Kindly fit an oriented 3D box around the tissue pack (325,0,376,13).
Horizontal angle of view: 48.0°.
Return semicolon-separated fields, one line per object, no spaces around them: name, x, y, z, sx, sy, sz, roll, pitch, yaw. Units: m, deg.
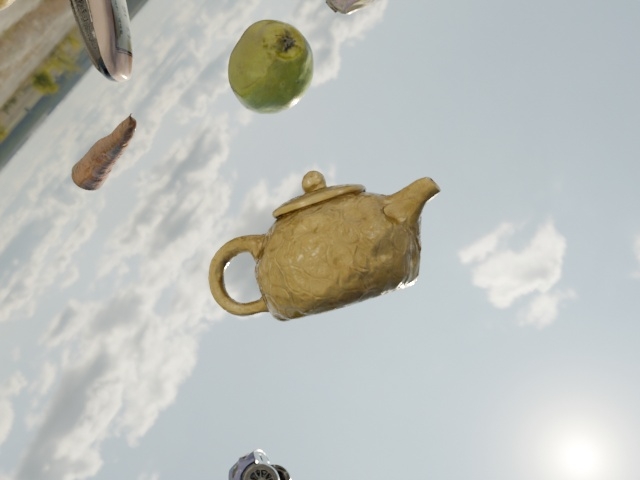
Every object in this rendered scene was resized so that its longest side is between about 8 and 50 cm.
tissue pack;0.131;-0.565;1.410;0.257;0.123;0.215;-38;172;-48

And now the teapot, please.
teapot;0.000;0.000;0.867;0.311;0.167;0.203;-18;177;18

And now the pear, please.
pear;-0.120;-0.413;1.738;0.212;0.212;0.269;-61;-172;-27

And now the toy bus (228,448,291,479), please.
toy bus;-0.073;0.446;0.998;0.133;0.292;0.125;-24;161;-2

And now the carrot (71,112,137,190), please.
carrot;-0.329;-0.139;1.125;0.224;0.057;0.057;-27;-150;50

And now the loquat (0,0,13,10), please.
loquat;-0.554;-0.455;1.109;0.208;0.208;0.208;-40;-156;22

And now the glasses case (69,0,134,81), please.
glasses case;-0.363;-0.411;1.155;0.075;0.314;0.122;-13;-176;5
